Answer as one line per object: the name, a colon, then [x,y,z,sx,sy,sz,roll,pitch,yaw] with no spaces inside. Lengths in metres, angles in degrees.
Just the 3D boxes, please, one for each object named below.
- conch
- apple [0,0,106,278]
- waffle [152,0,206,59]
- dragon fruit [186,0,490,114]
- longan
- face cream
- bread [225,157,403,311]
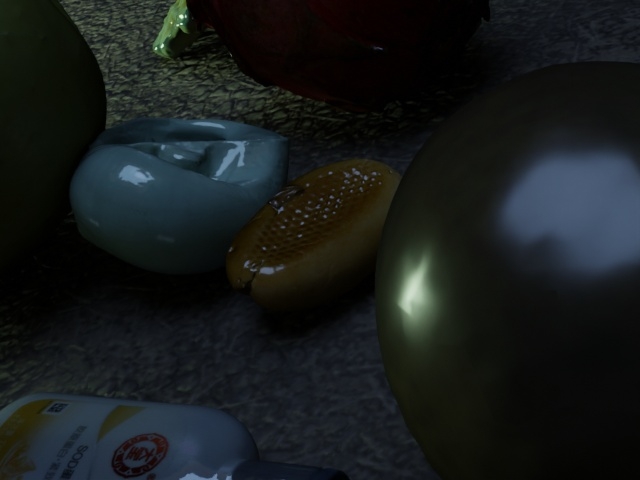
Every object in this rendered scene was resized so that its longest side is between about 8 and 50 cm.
conch: [-0.125,-0.049,1.040,0.185,0.121,0.221,44,38,18]
apple: [-0.433,-0.139,1.071,0.474,0.473,0.473,-13,34,9]
waffle: [-0.109,-0.363,1.406,0.309,0.056,0.291,-41,26,50]
dragon fruit: [0.023,-0.276,1.175,0.302,0.295,0.295,36,57,18]
longan: [0.170,0.036,0.660,0.297,0.297,0.297,-13,34,9]
face cream: [-0.118,0.169,0.788,0.291,0.071,0.144,2,39,28]
bread: [0.000,0.000,0.970,0.114,0.077,0.189,33,56,27]
